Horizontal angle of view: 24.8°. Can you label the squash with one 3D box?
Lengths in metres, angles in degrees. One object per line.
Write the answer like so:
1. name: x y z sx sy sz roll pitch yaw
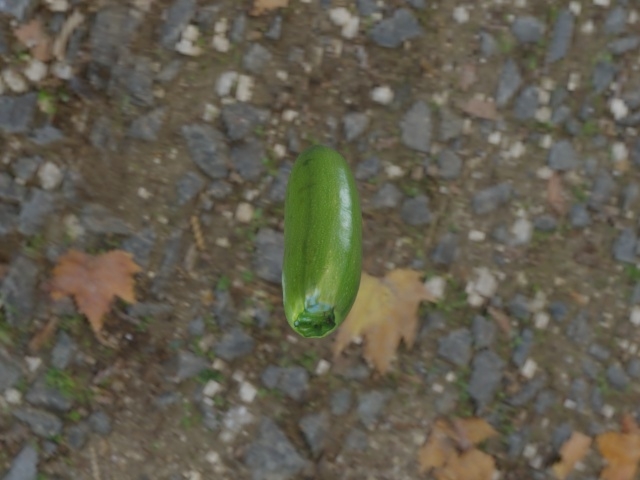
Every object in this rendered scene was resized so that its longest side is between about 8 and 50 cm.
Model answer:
1. squash: 0.001 0.001 1.481 0.082 0.292 0.082 0 127 0
